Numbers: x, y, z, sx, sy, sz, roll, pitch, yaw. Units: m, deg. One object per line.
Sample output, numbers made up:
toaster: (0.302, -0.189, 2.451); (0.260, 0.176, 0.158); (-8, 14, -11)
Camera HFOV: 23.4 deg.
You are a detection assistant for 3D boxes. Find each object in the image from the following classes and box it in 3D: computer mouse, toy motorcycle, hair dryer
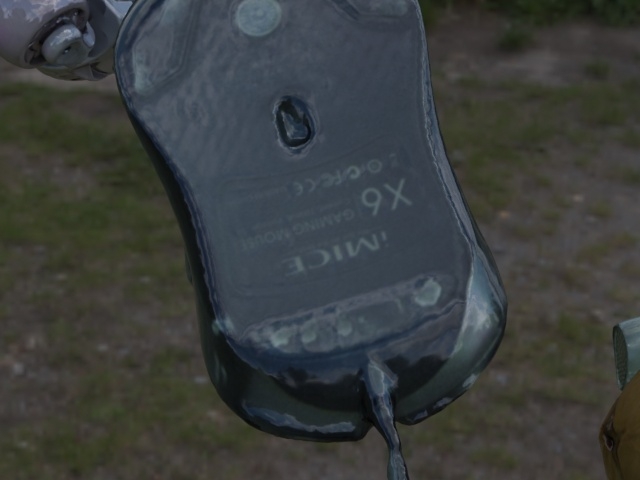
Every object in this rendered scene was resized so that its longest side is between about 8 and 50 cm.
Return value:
computer mouse: (0.000, 0.000, 0.800); (0.167, 0.090, 0.379); (-14, 66, 1)
toy motorcycle: (-0.161, -0.157, 1.124); (0.112, 0.112, 0.254); (14, 16, 23)
hair dryer: (0.378, 0.115, 1.486); (0.206, 0.075, 0.237); (-3, -10, 3)

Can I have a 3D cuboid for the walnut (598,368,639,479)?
walnut: (0.245, 0.120, 0.838); (0.180, 0.144, 0.144); (13, 25, -5)
